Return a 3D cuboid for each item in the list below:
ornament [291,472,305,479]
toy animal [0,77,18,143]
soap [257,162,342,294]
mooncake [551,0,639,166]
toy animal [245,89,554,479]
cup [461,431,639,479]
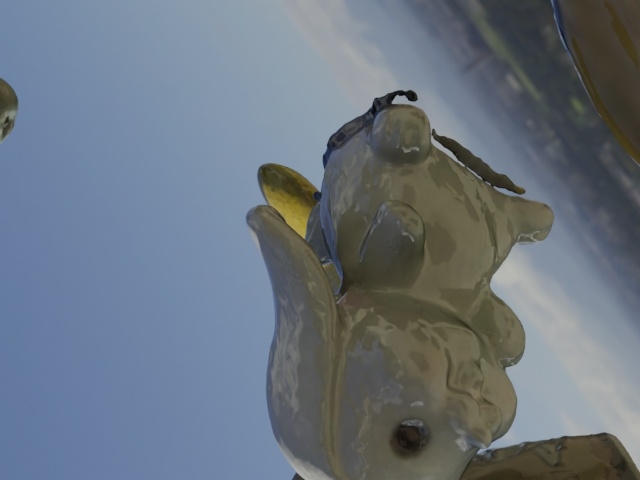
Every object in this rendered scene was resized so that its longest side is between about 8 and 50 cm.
[{"bbox_3d":[-0.015,0.318,1.704,0.061,0.230,0.245,71,174,-54],"label":"ornament"},{"bbox_3d":[-0.340,-0.096,1.662,0.108,0.236,0.138,7,-137,-44],"label":"toy animal"},{"bbox_3d":[0.000,0.000,1.491,0.089,0.033,0.168,25,152,55],"label":"soap"},{"bbox_3d":[0.281,-0.138,0.858,0.378,0.201,0.378,50,162,23],"label":"mooncake"},{"bbox_3d":[0.045,0.050,1.262,0.249,0.174,0.289,49,-136,-25],"label":"toy animal"},{"bbox_3d":[0.157,0.286,1.341,0.227,0.257,0.301,60,-176,-37],"label":"cup"}]
